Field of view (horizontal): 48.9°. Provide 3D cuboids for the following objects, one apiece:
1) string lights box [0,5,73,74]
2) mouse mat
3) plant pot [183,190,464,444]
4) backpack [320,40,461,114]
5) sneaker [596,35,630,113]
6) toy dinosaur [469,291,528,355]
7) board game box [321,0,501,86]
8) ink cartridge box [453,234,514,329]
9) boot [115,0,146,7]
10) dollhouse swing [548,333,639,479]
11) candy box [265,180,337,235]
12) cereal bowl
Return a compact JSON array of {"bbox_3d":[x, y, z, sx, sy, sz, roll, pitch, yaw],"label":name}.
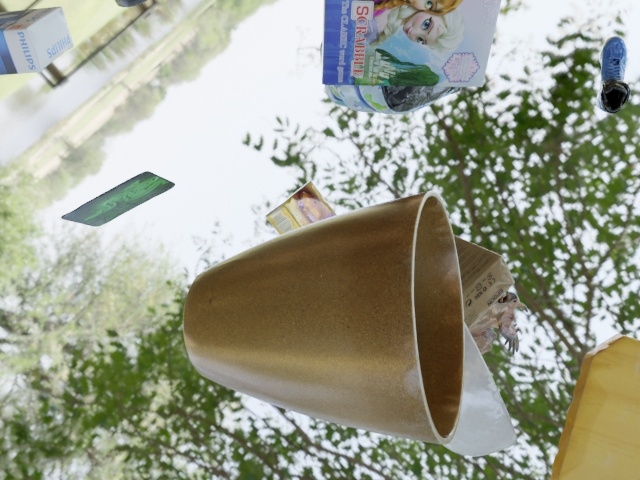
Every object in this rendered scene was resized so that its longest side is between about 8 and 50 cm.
[{"bbox_3d":[-0.576,-0.334,1.202,0.259,0.077,0.133,-2,-147,10],"label":"string lights box"},{"bbox_3d":[-0.380,-0.076,1.340,0.189,0.007,0.152,-28,171,6],"label":"mouse mat"},{"bbox_3d":[0.001,0.079,0.715,0.254,0.237,0.237,-4,-147,22],"label":"plant pot"},{"bbox_3d":[0.168,-0.413,1.574,0.273,0.290,0.355,8,-145,24],"label":"backpack"},{"bbox_3d":[0.596,-0.332,1.423,0.058,0.152,0.085,5,-159,4],"label":"sneaker"},{"bbox_3d":[0.361,0.218,1.618,0.200,0.127,0.296,-9,164,1],"label":"toy dinosaur"},{"bbox_3d":[0.163,-0.429,1.271,0.317,0.319,0.066,0,-135,-2],"label":"board game box"},{"bbox_3d":[0.255,0.107,1.483,0.234,0.088,0.193,-42,-148,-11],"label":"ink cartridge box"},{"bbox_3d":[-0.384,-0.737,1.346,0.146,0.445,0.367,19,-117,37],"label":"boot"},{"bbox_3d":[0.507,0.314,1.095,0.315,0.304,0.347,23,83,-80],"label":"dollhouse swing"},{"bbox_3d":[0.000,0.000,1.222,0.053,0.187,0.109,-34,-175,37],"label":"candy box"},{"bbox_3d":[0.179,0.199,1.148,0.141,0.339,0.339,-27,-161,2],"label":"cereal bowl"}]
